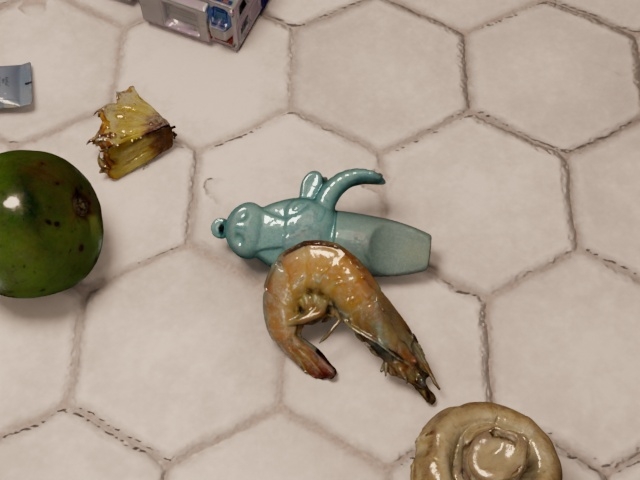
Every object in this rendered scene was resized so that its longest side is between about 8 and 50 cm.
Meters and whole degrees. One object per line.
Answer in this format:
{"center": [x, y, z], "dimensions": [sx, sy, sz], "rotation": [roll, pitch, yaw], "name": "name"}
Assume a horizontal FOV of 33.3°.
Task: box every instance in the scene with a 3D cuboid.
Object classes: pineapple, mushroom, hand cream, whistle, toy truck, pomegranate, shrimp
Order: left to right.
{"center": [-0.534, -0.202, 1.468], "dimensions": [0.271, 0.058, 0.091], "rotation": [-7, 47, -9], "name": "hand cream"}
{"center": [-0.376, -0.011, 1.292], "dimensions": [0.225, 0.187, 0.187], "rotation": [-16, 57, 18], "name": "pomegranate"}
{"center": [-0.248, -0.150, 1.427], "dimensions": [0.116, 0.069, 0.137], "rotation": [5, 57, 4], "name": "pineapple"}
{"center": [-0.215, -0.390, 1.545], "dimensions": [0.268, 0.124, 0.155], "rotation": [20, 65, 10], "name": "toy truck"}
{"center": [0.000, 0.000, 1.327], "dimensions": [0.274, 0.093, 0.186], "rotation": [6, 85, 0], "name": "whistle"}
{"center": [0.034, 0.112, 1.263], "dimensions": [0.143, 0.052, 0.251], "rotation": [-44, 82, 13], "name": "shrimp"}
{"center": [0.176, 0.251, 1.150], "dimensions": [0.166, 0.127, 0.166], "rotation": [-3, 53, 4], "name": "mushroom"}
